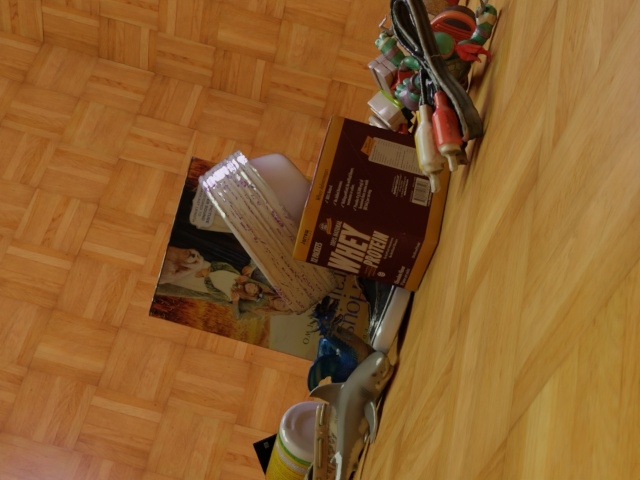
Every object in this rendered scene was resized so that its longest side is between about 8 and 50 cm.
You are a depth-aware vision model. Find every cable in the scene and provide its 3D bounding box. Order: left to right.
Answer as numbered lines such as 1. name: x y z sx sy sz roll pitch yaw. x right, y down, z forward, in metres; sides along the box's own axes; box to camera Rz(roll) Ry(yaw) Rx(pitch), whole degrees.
1. cable: 0.138 -0.210 1.390 0.139 0.072 0.287 129 125 -71

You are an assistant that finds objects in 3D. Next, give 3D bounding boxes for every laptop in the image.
1. laptop: -0.026 0.338 2.154 0.234 0.136 0.264 84 -161 -63

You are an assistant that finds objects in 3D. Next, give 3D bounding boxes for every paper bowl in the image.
1. paper bowl: -0.065 -0.029 1.754 0.148 0.284 0.284 -38 0 -1

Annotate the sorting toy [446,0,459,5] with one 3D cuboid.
1. sorting toy: 0.287 -0.600 2.138 0.126 0.127 0.365 -40 17 30

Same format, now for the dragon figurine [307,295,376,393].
1. dragon figurine: 0.026 0.221 1.836 0.085 0.144 0.289 -75 1 -53

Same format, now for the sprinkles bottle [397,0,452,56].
1. sprinkles bottle: 0.247 -0.568 2.336 0.121 0.121 0.355 107 178 -66

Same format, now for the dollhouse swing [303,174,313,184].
1. dollhouse swing: 0.000 0.000 2.214 0.315 0.305 0.347 -79 3 -75

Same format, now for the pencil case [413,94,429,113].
1. pencil case: 0.207 -0.304 1.941 0.064 0.070 0.151 107 179 -68

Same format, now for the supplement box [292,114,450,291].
1. supplement box: 0.079 -0.056 1.584 0.129 0.194 0.191 106 179 -53

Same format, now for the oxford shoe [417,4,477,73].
1. oxford shoe: 0.208 -0.334 1.697 0.271 0.097 0.098 111 180 -82

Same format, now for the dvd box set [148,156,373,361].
1. dvd box set: -0.071 0.048 1.928 0.062 0.420 0.307 10 -84 -88

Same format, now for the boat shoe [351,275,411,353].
1. boat shoe: 0.096 0.049 1.690 0.108 0.102 0.301 106 179 -49

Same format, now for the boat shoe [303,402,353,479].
1. boat shoe: 0.010 0.381 1.807 0.104 0.089 0.285 -77 2 -57

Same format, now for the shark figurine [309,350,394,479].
1. shark figurine: 0.030 0.283 1.647 0.166 0.116 0.278 -70 -2 -83

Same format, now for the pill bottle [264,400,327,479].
1. pill bottle: -0.031 0.430 1.993 0.136 0.136 0.245 -76 1 -51

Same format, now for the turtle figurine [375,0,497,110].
1. turtle figurine: 0.168 -0.267 1.530 0.234 0.175 0.118 80 -174 -73

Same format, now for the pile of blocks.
1. pile of blocks: 0.192 -0.292 2.502 0.112 0.149 0.362 48 150 36
